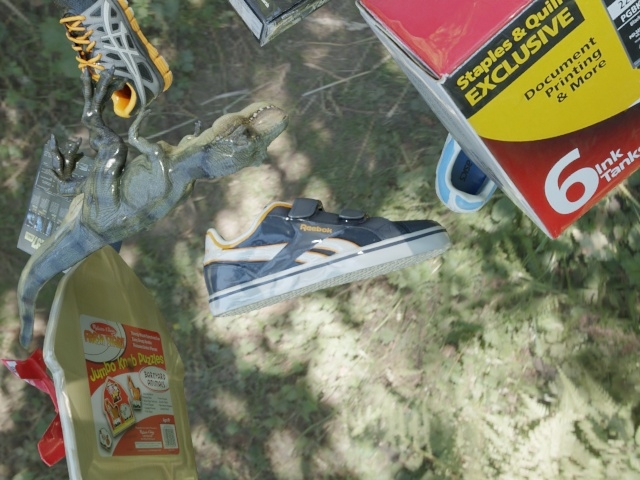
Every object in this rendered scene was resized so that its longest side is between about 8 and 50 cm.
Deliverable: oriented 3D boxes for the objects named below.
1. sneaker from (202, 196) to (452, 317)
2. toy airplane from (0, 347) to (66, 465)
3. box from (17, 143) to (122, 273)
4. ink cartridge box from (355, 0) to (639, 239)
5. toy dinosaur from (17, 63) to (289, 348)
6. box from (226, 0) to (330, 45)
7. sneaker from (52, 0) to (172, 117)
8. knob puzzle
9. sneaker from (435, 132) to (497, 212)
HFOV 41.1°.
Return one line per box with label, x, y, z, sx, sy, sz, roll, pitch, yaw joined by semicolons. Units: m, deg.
sneaker;0.000;0.000;1.096;0.321;0.126;0.127;-15;79;3
toy airplane;-0.268;0.168;0.882;0.028;0.151;0.151;-41;86;11
box;-0.388;-0.045;1.356;0.233;0.059;0.183;17;92;46
ink cartridge box;0.193;-0.196;0.571;0.309;0.272;0.130;-42;45;8
toy dinosaur;-0.148;-0.040;0.589;0.268;0.064;0.118;-35;67;24
box;-0.065;-0.428;1.040;0.242;0.076;0.307;-36;87;-13
sneaker;-0.263;-0.239;1.028;0.084;0.083;0.215;5;145;42
knob puzzle;-0.163;0.098;0.672;0.030;0.213;0.213;-18;95;15
sneaker;0.196;-0.146;0.994;0.085;0.086;0.237;13;93;-15
